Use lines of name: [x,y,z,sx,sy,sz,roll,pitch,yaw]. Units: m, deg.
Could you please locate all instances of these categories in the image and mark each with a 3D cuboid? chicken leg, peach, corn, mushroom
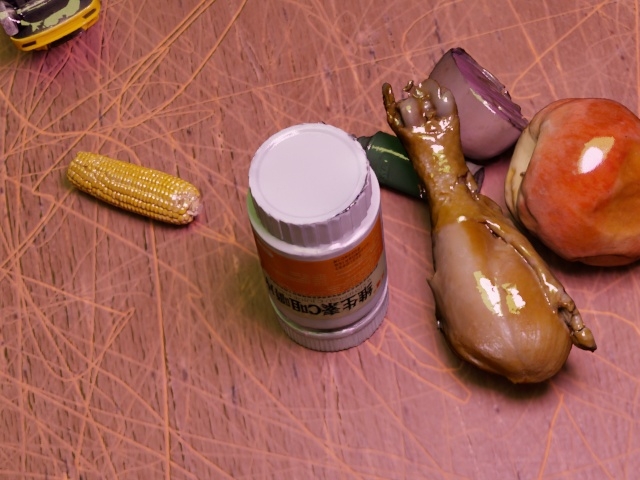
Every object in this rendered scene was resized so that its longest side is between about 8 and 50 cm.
chicken leg: [0.186,-0.019,1.778,0.153,0.201,0.429,-13,73,-26]
peach: [0.356,-0.070,1.810,0.235,0.214,0.214,24,61,-18]
corn: [-0.254,-0.072,1.950,0.206,0.067,0.067,19,64,17]
mushroom: [0.198,-0.176,1.926,0.117,0.141,0.188,-34,32,17]

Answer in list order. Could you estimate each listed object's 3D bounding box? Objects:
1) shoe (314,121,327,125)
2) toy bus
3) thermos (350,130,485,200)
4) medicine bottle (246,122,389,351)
shoe: [-0.029,-0.105,1.951,0.071,0.064,0.143,12,55,34]
toy bus: [-0.425,-0.398,2.109,0.144,0.152,0.330,-27,59,-3]
thermos: [0.123,-0.102,1.919,0.188,0.073,0.083,22,68,18]
medicine bottle: [0.000,0.000,1.734,0.158,0.318,0.158,-3,59,4]
